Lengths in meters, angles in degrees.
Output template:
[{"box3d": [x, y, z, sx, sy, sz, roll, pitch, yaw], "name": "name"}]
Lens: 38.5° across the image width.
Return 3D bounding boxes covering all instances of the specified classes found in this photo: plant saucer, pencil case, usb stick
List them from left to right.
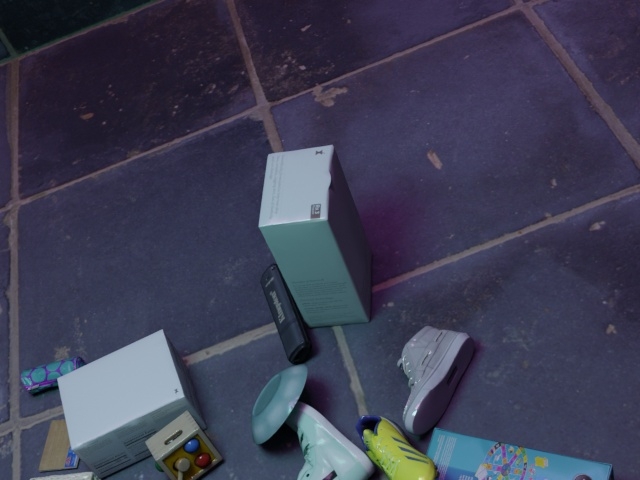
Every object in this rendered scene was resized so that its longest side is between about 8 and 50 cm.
[{"box3d": [-0.638, 0.325, 2.202, 0.152, 0.064, 0.070, -16, 31, 8], "name": "pencil case"}, {"box3d": [-0.098, 0.333, 1.919, 0.195, 0.037, 0.195, -50, 13, 16], "name": "plant saucer"}, {"box3d": [-0.082, 0.166, 2.123, 0.077, 0.045, 0.278, -58, 36, 30], "name": "usb stick"}]

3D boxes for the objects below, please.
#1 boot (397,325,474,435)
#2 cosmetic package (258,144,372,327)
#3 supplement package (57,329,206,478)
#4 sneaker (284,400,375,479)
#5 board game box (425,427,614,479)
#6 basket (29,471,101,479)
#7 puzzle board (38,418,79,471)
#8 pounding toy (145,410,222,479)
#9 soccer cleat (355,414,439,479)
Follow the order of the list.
[{"box3d": [0.210, 0.285, 1.899, 0.123, 0.095, 0.258, 11, 47, 36], "name": "boot"}, {"box3d": [0.000, 0.000, 2.016, 0.156, 0.385, 0.217, -8, 48, 15], "name": "cosmetic package"}, {"box3d": [-0.418, 0.359, 2.024, 0.262, 0.145, 0.204, -25, 47, -4], "name": "supplement package"}, {"box3d": [-0.031, 0.432, 1.846, 0.151, 0.094, 0.256, -41, 50, -21], "name": "sneaker"}, {"box3d": [0.335, 0.499, 1.659, 0.336, 0.079, 0.253, 7, 54, 26], "name": "board game box"}, {"box3d": [-0.536, 0.558, 1.925, 0.167, 0.113, 0.103, -10, 46, 13], "name": "basket"}, {"box3d": [-0.585, 0.466, 2.095, 0.097, 0.011, 0.128, -8, 49, 13], "name": "puzzle board"}, {"box3d": [-0.287, 0.462, 1.914, 0.141, 0.130, 0.100, -36, 35, -12], "name": "pounding toy"}, {"box3d": [0.132, 0.405, 1.713, 0.093, 0.121, 0.289, -56, 14, 1], "name": "soccer cleat"}]
